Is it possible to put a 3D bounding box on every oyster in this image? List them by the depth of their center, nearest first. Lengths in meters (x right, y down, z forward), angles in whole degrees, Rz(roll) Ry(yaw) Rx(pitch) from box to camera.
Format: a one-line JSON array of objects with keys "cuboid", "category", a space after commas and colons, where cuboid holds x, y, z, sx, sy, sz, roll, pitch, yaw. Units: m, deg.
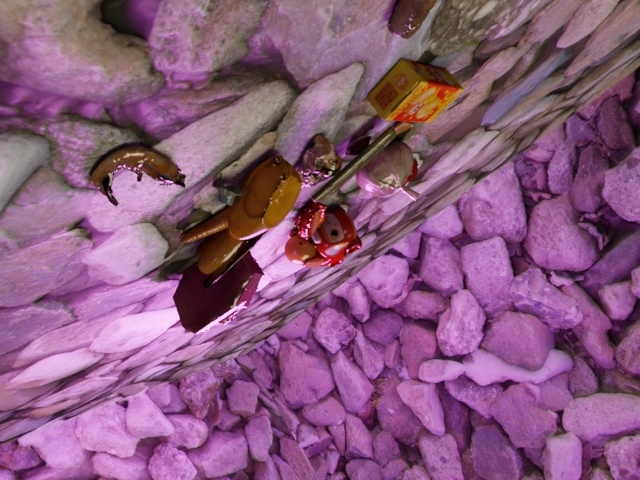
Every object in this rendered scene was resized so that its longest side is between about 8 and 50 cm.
[{"cuboid": [-0.005, -0.204, 1.486, 0.162, 0.107, 0.232, -35, 170, -23], "category": "oyster"}]

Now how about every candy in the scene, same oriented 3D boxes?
[{"cuboid": [0.262, -0.397, 1.408, 0.276, 0.088, 0.146, -14, 156, -49], "category": "candy"}]

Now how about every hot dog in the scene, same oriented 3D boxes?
[{"cuboid": [-0.268, -0.005, 1.575, 0.326, 0.107, 0.194, -45, -170, -6], "category": "hot dog"}]

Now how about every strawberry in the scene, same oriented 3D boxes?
[{"cuboid": [-0.034, -0.087, 1.871, 0.121, 0.082, 0.188, -44, 164, -32], "category": "strawberry"}, {"cuboid": [0.325, -0.259, 2.054, 0.187, 0.082, 0.146, -30, 173, -29], "category": "strawberry"}]

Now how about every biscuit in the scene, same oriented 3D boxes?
[{"cuboid": [0.103, -0.222, 1.555, 0.322, 0.038, 0.099, -40, 177, 17], "category": "biscuit"}]

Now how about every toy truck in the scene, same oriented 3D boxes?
[{"cuboid": [0.000, 0.000, 2.010, 0.239, 0.189, 0.265, -4, 149, -45], "category": "toy truck"}]

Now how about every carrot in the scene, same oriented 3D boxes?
[{"cuboid": [-0.271, -0.061, 1.483, 0.271, 0.062, 0.066, -31, -161, 10], "category": "carrot"}]

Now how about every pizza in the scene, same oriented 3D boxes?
[{"cuboid": [0.259, -0.362, 1.643, 0.078, 0.025, 0.083, -17, 167, -32], "category": "pizza"}]

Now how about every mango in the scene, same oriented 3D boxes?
[{"cuboid": [-0.153, -0.102, 1.365, 0.252, 0.154, 0.126, -50, 143, 12], "category": "mango"}]

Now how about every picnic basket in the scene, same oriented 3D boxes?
[{"cuboid": [-0.233, -0.132, 1.315, 0.065, 0.083, 0.083, -1, 108, -53], "category": "picnic basket"}]

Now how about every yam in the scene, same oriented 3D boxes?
[{"cuboid": [0.222, -0.519, 0.944, 0.083, 0.083, 0.371, -26, 165, -24], "category": "yam"}]

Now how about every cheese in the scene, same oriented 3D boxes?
[{"cuboid": [0.118, -0.284, 1.584, 0.095, 0.038, 0.145, -33, 172, 9], "category": "cheese"}]

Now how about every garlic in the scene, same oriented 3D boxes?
[{"cuboid": [0.246, -0.208, 1.762, 0.219, 0.212, 0.218, -35, 163, -12], "category": "garlic"}]

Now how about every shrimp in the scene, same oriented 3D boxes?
[{"cuboid": [-0.369, -0.124, 1.073, 0.152, 0.046, 0.219, -36, 161, 13], "category": "shrimp"}]

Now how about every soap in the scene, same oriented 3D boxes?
[{"cuboid": [-0.351, 0.162, 1.751, 0.325, 0.220, 0.127, -34, 157, 11], "category": "soap"}]
